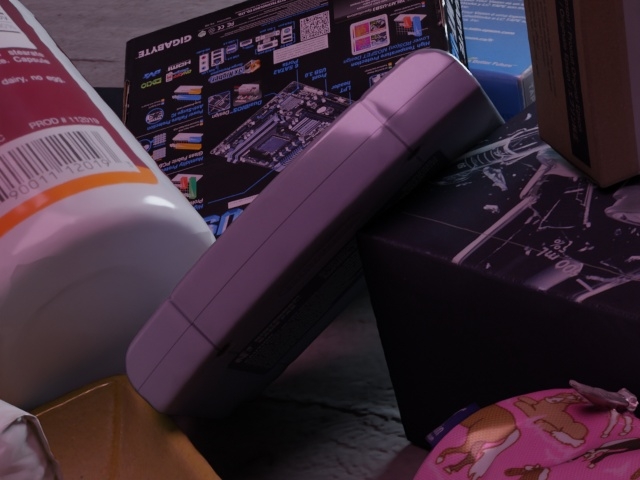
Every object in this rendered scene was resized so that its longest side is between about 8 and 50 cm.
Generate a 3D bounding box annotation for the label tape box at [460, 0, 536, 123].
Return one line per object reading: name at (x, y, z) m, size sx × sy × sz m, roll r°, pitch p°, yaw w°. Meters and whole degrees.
label tape box at (0.166, -0.194, 1.551) m, size 0.249 × 0.115 × 0.347 m, roll 10°, pitch 36°, yaw 35°

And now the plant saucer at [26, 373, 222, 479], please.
plant saucer at (-0.195, 0.245, 0.996) m, size 0.333 × 0.081 × 0.333 m, roll -25°, pitch 31°, yaw -17°

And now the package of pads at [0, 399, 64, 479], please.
package of pads at (-0.323, 0.179, 0.981) m, size 0.229 × 0.101 × 0.296 m, roll 17°, pitch 43°, yaw 44°

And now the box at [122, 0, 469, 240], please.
box at (-0.021, -0.085, 1.358) m, size 0.295 × 0.073 × 0.293 m, roll -16°, pitch 51°, yaw 15°

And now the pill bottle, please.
pill bottle at (-0.265, -0.055, 1.243) m, size 0.224 × 0.224 × 0.392 m, roll -27°, pitch 54°, yaw -21°

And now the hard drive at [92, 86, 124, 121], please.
hard drive at (-0.259, -0.073, 1.585) m, size 0.172 × 0.054 × 0.255 m, roll 4°, pitch 34°, yaw 29°

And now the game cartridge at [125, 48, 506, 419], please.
game cartridge at (0.000, 0.000, 1.124) m, size 0.297 × 0.198 × 0.062 m, roll -46°, pitch 71°, yaw 4°

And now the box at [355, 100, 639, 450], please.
box at (0.260, 0.027, 1.067) m, size 0.343 × 0.179 × 0.312 m, roll 17°, pitch 43°, yaw 43°

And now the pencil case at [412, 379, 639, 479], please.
pencil case at (0.195, 0.172, 0.785) m, size 0.160 × 0.167 × 0.386 m, roll -12°, pitch 11°, yaw -27°

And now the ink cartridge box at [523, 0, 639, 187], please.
ink cartridge box at (0.244, -0.164, 1.023) m, size 0.234 × 0.193 × 0.088 m, roll -21°, pitch 32°, yaw -12°
